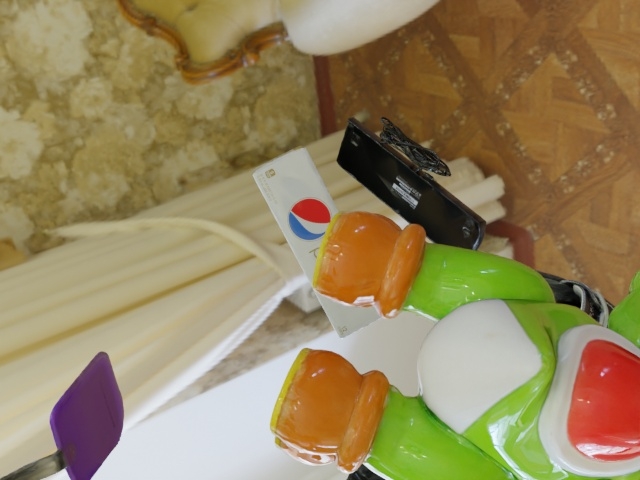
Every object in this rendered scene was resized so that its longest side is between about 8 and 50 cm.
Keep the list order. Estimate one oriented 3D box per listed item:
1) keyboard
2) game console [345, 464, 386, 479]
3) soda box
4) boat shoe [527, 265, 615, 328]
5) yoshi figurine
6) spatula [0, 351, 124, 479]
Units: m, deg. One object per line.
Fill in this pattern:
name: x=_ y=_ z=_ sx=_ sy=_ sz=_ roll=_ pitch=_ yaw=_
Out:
keyboard: x=0.104 y=-0.065 z=0.854 sx=0.192 sy=0.038 sz=0.100 roll=40 pitch=145 yaw=16
game console: x=0.198 y=0.405 z=1.084 sx=0.361 sy=0.213 sz=0.044 roll=35 pitch=168 yaw=23
soda box: x=0.000 y=0.000 z=0.922 sx=0.216 sy=0.069 sz=0.074 roll=62 pitch=179 yaw=-9
boat shoe: x=0.299 y=0.095 z=0.967 sx=0.102 sy=0.301 sz=0.108 roll=133 pitch=156 yaw=-60
yoshi figurine: x=0.168 y=0.102 z=0.468 sx=0.362 sy=0.203 sz=0.203 roll=15 pitch=123 yaw=12
spatula: x=-0.238 y=0.191 z=0.579 sx=0.030 sy=0.296 sz=0.084 roll=4 pitch=117 yaw=31
